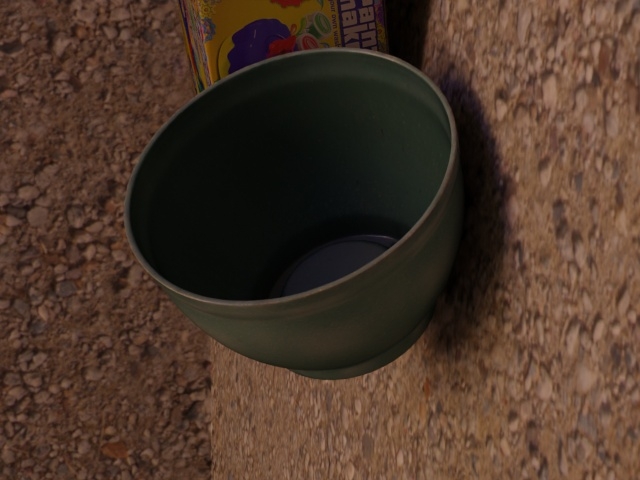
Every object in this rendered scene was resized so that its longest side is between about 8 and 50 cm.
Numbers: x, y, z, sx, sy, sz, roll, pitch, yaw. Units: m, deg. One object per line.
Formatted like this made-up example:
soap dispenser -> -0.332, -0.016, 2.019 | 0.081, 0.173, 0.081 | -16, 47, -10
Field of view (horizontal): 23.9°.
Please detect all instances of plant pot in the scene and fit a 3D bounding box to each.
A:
plant pot -> 0.000, 0.000, 1.334 | 0.196, 0.293, 0.293 | 65, -173, -45

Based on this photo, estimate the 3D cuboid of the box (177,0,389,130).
box -> -0.045, -0.226, 1.513 | 0.279, 0.177, 0.290 | -113, 13, -56
